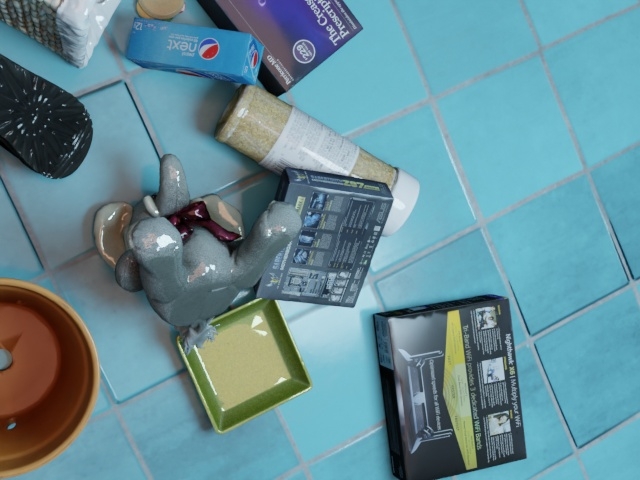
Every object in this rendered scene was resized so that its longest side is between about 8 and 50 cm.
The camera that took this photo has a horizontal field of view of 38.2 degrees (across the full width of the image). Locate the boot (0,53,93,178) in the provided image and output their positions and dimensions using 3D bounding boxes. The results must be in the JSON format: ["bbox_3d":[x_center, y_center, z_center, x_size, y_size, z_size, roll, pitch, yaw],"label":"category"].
[{"bbox_3d":[-0.526,-0.240,1.417,0.260,0.348,0.131,28,80,27],"label":"boot"}]

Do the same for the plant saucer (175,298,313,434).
[{"bbox_3d":[-0.133,0.210,1.598,0.188,0.045,0.188,-25,97,-15],"label":"plant saucer"}]

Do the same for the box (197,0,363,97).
[{"bbox_3d":[-0.083,-0.404,1.574,0.184,0.103,0.261,-41,102,-9],"label":"box"}]

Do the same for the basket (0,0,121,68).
[{"bbox_3d":[-0.395,-0.477,1.360,0.266,0.331,0.328,26,83,-14],"label":"basket"}]

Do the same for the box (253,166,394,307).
[{"bbox_3d":[0.000,0.000,1.548,0.183,0.059,0.233,6,121,-18],"label":"box"}]

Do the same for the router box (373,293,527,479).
[{"bbox_3d":[0.238,0.268,1.692,0.242,0.081,0.309,-7,93,-16],"label":"router box"}]

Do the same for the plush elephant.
[{"bbox_3d":[-0.219,-0.009,1.469,0.271,0.330,0.255,-13,56,-27],"label":"plush elephant"}]

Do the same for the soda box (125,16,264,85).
[{"bbox_3d":[-0.205,-0.308,1.504,0.210,0.067,0.071,12,88,16],"label":"soda box"}]

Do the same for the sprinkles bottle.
[{"bbox_3d":[-0.003,-0.139,1.590,0.355,0.121,0.121,29,83,-15],"label":"sprinkles bottle"}]

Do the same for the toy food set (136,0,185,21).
[{"bbox_3d":[-0.268,-0.411,1.558,0.082,0.020,0.083,1,90,-17],"label":"toy food set"}]

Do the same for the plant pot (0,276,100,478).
[{"bbox_3d":[-0.489,0.195,1.409,0.290,0.203,0.291,0,91,-16],"label":"plant pot"}]
